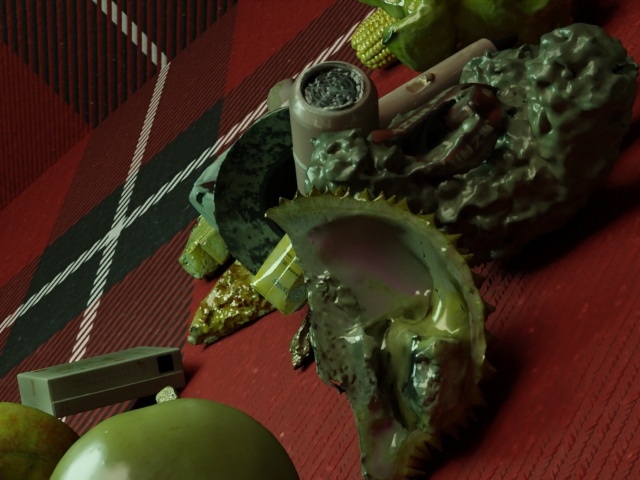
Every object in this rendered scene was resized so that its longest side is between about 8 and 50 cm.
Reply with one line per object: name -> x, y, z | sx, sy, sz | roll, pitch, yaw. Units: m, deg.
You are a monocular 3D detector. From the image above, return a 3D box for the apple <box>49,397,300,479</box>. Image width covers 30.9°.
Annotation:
apple -> -0.137, 0.278, 1.070 | 0.262, 0.262, 0.262 | -37, 22, 18

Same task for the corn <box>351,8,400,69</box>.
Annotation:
corn -> 0.162, -0.380, 1.955 | 0.244, 0.093, 0.093 | -33, 24, 23

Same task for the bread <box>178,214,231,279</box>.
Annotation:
bread -> -0.170, -0.001, 1.897 | 0.117, 0.064, 0.156 | -28, 28, 47

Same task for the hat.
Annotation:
hat -> -0.002, -0.063, 1.579 | 0.265, 0.266, 0.128 | -36, -8, 21

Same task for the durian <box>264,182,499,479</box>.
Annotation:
durian -> 0.069, 0.089, 1.102 | 0.166, 0.306, 0.172 | -4, -10, -39

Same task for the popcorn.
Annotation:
popcorn -> 0.204, -0.341, 1.563 | 0.321, 0.290, 0.326 | -34, 22, 55

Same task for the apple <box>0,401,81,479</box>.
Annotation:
apple -> -0.407, 0.328, 1.478 | 0.246, 0.246, 0.226 | -49, 15, -12

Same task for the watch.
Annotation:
watch -> -0.085, -0.110, 1.791 | 0.241, 0.162, 0.253 | -40, 15, 8

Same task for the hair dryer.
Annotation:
hair dryer -> 0.112, -0.183, 1.415 | 0.344, 0.189, 0.107 | -34, 58, -20

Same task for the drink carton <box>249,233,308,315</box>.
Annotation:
drink carton -> 0.000, 0.000, 1.478 | 0.200, 0.084, 0.074 | -53, -14, 17

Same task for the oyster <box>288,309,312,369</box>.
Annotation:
oyster -> -0.006, 0.102, 1.452 | 0.132, 0.029, 0.086 | -61, 0, -7

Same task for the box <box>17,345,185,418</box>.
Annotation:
box -> -0.310, 0.198, 1.641 | 0.201, 0.058, 0.141 | -10, 2, -33

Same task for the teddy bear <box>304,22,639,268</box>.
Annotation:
teddy bear -> 0.190, -0.131, 1.289 | 0.357, 0.224, 0.367 | -24, 23, 22

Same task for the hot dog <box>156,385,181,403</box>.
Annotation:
hot dog -> -0.193, 0.234, 1.546 | 0.030, 0.034, 0.090 | -32, 40, 1

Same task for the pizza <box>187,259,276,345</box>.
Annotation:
pizza -> -0.084, 0.046, 1.658 | 0.292, 0.058, 0.197 | -45, 21, -2
